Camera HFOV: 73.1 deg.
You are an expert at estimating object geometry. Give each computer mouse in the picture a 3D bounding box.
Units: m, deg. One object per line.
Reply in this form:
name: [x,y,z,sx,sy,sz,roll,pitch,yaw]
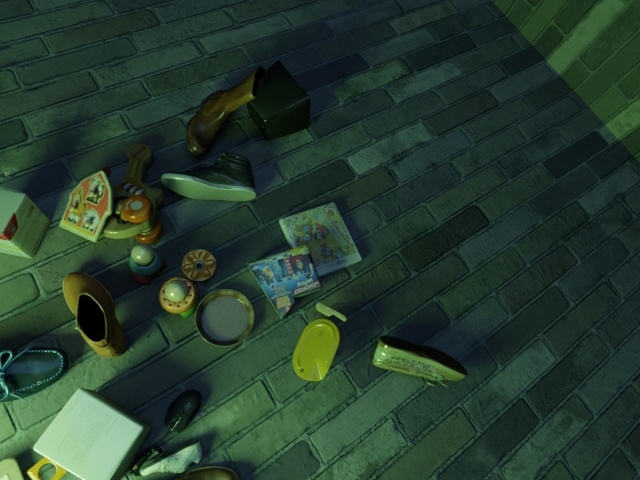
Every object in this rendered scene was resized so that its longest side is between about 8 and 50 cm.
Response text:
computer mouse: [-0.398,0.494,1.116,0.071,0.041,0.242,34,65,2]

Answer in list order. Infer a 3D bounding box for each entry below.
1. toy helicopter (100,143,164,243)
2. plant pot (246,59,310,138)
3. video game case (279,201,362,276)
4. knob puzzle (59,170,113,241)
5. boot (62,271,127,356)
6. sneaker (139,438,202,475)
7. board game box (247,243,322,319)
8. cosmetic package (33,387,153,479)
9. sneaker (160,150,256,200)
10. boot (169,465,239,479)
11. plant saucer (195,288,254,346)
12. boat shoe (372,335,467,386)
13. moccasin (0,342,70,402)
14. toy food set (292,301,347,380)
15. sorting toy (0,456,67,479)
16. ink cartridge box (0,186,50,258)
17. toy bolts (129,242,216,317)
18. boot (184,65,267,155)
toy helicopter: [-0.597,-0.159,1.320,0.234,0.140,0.355,0,57,-3]
plant pot: [-0.157,-0.470,1.511,0.167,0.187,0.188,-34,79,-11]
video game case: [0.000,0.000,1.426,0.206,0.026,0.227,-19,73,-20]
knob puzzle: [-0.662,-0.110,1.228,0.213,0.030,0.213,-6,75,23]
boot: [-0.598,0.172,1.105,0.109,0.220,0.283,-25,75,-21]
sneaker: [-0.369,0.556,1.080,0.152,0.053,0.061,-13,92,-28]
board game box: [-0.101,0.134,1.316,0.194,0.060,0.194,-17,75,-10]
cosmetic package: [-0.531,0.470,1.034,0.183,0.151,0.151,31,64,2]
sneaker: [-0.355,-0.217,1.397,0.295,0.104,0.147,5,65,-18]
boot: [-0.346,0.620,1.036,0.305,0.115,0.112,-5,66,-17]
plant saucer: [-0.279,0.227,1.264,0.168,0.029,0.169,5,68,-11]
boat shoe: [0.300,0.373,1.310,0.285,0.104,0.089,19,102,1]
moccasin: [-0.804,0.342,1.043,0.341,0.117,0.138,-14,72,-18]
toy food set: [0.008,0.306,1.265,0.128,0.071,0.218,14,70,34]
sorting toy: [-0.748,0.627,0.977,0.347,0.047,0.196,-27,80,-22]
ink cartridge box: [-0.849,-0.048,1.166,0.127,0.176,0.128,13,65,-5]
toy bolts: [-0.421,0.074,1.222,0.228,0.158,0.218,31,64,1]
boot: [-0.299,-0.414,1.403,0.096,0.280,0.264,46,48,-36]
